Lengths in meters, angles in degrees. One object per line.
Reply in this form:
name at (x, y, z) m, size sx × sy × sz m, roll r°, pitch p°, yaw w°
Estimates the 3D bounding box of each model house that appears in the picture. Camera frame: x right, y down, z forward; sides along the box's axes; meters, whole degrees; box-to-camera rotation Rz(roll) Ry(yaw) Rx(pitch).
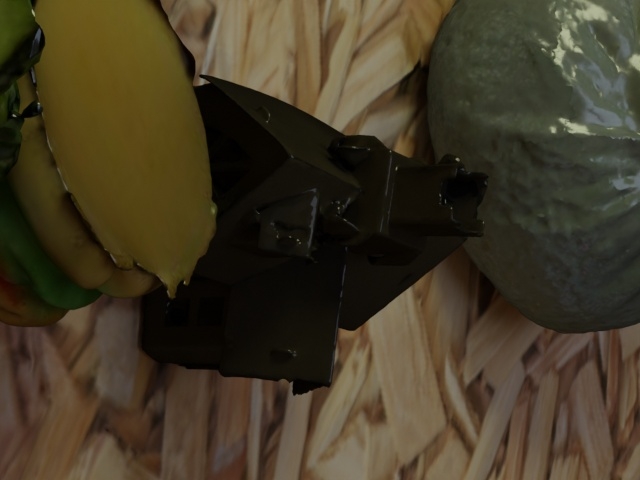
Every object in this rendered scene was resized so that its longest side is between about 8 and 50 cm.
model house at (0.000, 0.000, 1.327) m, size 0.211 × 0.243 × 0.204 m, roll 21°, pitch 71°, yaw -50°

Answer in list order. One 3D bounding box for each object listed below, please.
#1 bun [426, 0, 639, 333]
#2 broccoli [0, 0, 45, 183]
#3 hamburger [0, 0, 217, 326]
bun at (0.250, -0.099, 1.680) m, size 0.362 × 0.211 × 0.362 m, roll 1°, pitch 89°, yaw -50°
broccoli at (-0.240, -0.086, 0.938) m, size 0.247 × 0.245 × 0.288 m, roll -9°, pitch 84°, yaw -32°
hamburger at (-0.172, -0.056, 1.179) m, size 0.237 × 0.148 × 0.237 m, roll 48°, pitch 33°, yaw -46°
